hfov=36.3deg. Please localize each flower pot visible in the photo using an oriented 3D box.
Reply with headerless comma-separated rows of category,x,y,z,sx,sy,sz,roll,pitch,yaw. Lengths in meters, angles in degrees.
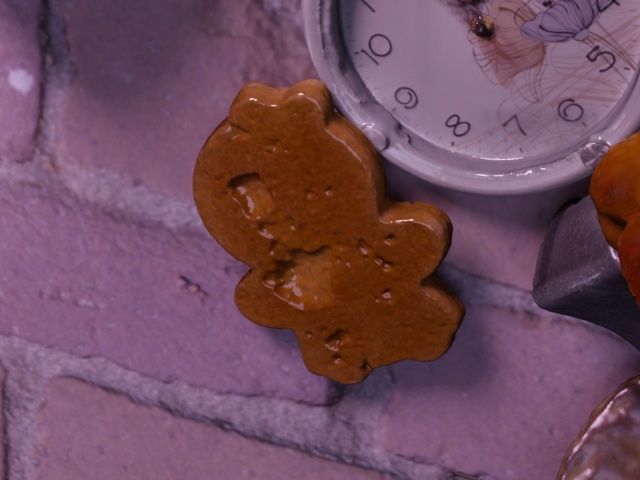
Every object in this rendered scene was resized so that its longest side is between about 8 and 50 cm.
flower pot,0.262,0.038,0.638,0.229,0.103,0.108,31,157,-8

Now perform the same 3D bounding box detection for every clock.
clock,0.104,-0.135,0.619,0.236,0.053,0.236,15,131,18

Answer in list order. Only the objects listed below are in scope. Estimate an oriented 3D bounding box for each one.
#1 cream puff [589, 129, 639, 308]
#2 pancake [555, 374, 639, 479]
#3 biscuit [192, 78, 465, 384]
cream puff,0.266,-0.047,0.470,0.269,0.155,0.241,6,91,35
pancake,0.289,0.231,0.702,0.294,0.049,0.294,-2,80,11
biscuit,0.001,-0.002,0.715,0.184,0.035,0.249,-24,113,29
